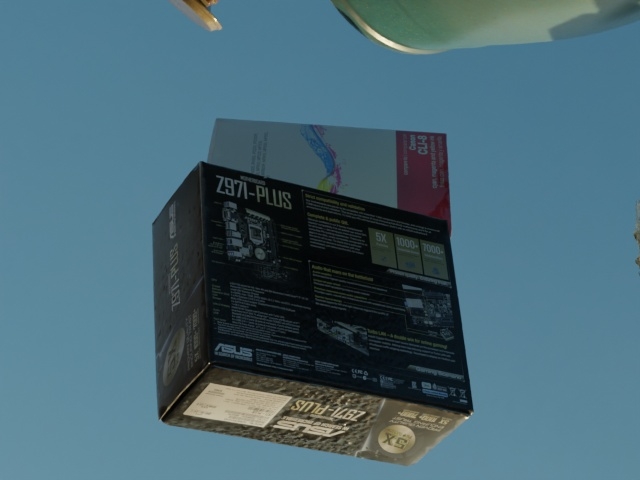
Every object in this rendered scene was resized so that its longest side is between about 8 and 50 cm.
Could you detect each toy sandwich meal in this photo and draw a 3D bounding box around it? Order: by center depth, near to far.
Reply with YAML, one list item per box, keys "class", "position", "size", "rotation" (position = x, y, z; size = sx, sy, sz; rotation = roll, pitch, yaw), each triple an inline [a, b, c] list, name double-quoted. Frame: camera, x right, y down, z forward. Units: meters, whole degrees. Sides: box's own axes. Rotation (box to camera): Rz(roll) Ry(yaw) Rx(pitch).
- class: "toy sandwich meal"
  position: [-0.102, -0.197, 1.350]
  size: [0.085, 0.029, 0.085]
  rotation: [39, -3, 3]

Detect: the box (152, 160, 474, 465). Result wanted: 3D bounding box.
- class: "box"
  position: [-0.007, 0.047, 1.072]
  size: [0.077, 0.180, 0.147]
  rotation: [-49, -142, 46]

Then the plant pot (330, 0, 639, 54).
- class: "plant pot"
  position: [0.160, -0.249, 1.076]
  size: [0.255, 0.272, 0.271]
  rotation: [7, -61, 42]

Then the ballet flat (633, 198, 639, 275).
- class: "ballet flat"
  position: [0.355, 0.130, 1.197]
  size: [0.409, 0.147, 0.147]
  rotation: [45, -46, 3]

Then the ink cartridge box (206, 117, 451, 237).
- class: "ink cartridge box"
  position: [0.000, 0.000, 1.259]
  size: [0.176, 0.127, 0.128]
  rotation: [4, -49, -2]
